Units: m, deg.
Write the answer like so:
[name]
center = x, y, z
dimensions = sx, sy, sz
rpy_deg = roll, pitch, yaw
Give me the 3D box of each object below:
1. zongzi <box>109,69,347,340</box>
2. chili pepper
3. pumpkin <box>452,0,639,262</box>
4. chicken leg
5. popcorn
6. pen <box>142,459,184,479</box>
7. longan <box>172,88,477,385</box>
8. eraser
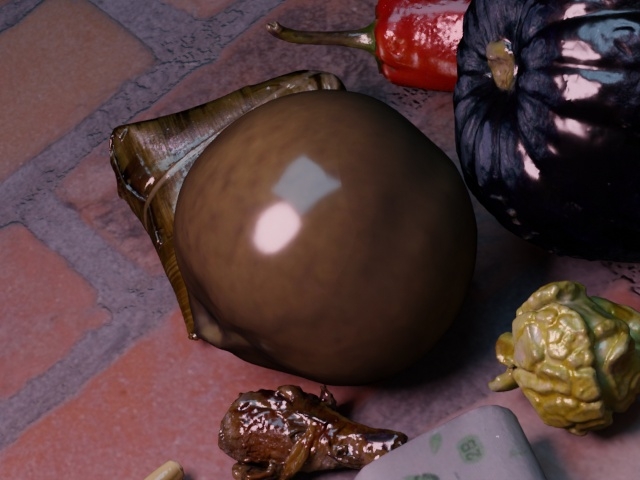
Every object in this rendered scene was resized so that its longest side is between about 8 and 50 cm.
[zongzi]
center = -0.072, -0.044, 2.011
dimensions = 0.286, 0.134, 0.288
rpy_deg = -22, 54, 0
[chili pepper]
center = 0.124, -0.236, 2.080
dimensions = 0.338, 0.134, 0.131
rpy_deg = -3, 32, 21
[pumpkin]
center = 0.282, -0.151, 1.753
dimensions = 0.266, 0.363, 0.363
rpy_deg = 9, 36, -22
[chicken leg]
center = -0.004, 0.196, 1.760
dimensions = 0.196, 0.080, 0.125
rpy_deg = -5, 55, 13
[popcorn]
center = 0.232, 0.111, 1.665
dimensions = 0.162, 0.141, 0.135
rpy_deg = -9, 57, 8
[pen]
center = -0.222, 0.306, 1.788
dimensions = 0.233, 0.040, 0.032
rpy_deg = -43, 42, -11
[longan]
center = 0.000, 0.000, 1.781
dimensions = 0.319, 0.319, 0.319
rpy_deg = -15, 42, 14
[eraser]
center = 0.133, 0.271, 1.596
dimensions = 0.174, 0.081, 0.227
rpy_deg = -26, 41, 3
